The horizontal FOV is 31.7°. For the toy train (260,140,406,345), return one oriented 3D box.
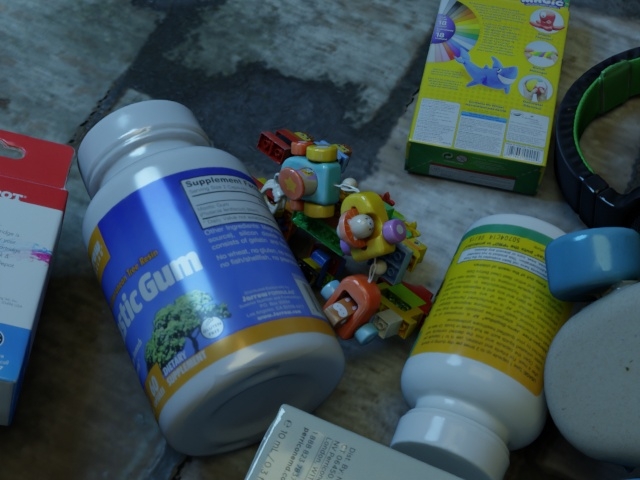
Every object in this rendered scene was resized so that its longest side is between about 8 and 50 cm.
[{"bbox_3d":[0.000,0.000,0.903,0.046,0.125,0.166,-14,61,-47],"label":"toy train"}]

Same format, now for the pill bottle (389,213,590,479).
[{"bbox_3d":[0.133,0.091,0.889,0.118,0.117,0.208,21,61,12],"label":"pill bottle"}]

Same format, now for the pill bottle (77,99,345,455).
[{"bbox_3d":[-0.102,0.021,0.910,0.152,0.152,0.272,-22,61,-13],"label":"pill bottle"}]

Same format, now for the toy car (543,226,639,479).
[{"bbox_3d":[0.307,0.098,0.827,0.238,0.210,0.219,9,67,-43],"label":"toy car"}]

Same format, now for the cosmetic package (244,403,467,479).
[{"bbox_3d":[0.083,0.245,0.778,0.296,0.153,0.129,20,62,13],"label":"cosmetic package"}]

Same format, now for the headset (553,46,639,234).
[{"bbox_3d":[0.370,-0.057,0.941,0.243,0.185,0.394,-30,52,-16],"label":"headset"}]

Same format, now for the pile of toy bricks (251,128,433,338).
[{"bbox_3d":[0.032,-0.018,0.975,0.212,0.118,0.105,38,32,30],"label":"pile of toy bricks"}]

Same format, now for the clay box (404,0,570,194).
[{"bbox_3d":[0.163,-0.156,1.077,0.128,0.053,0.222,12,58,7],"label":"clay box"}]

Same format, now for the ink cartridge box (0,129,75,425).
[{"bbox_3d":[-0.282,0.018,0.892,0.134,0.078,0.231,13,52,-10],"label":"ink cartridge box"}]
